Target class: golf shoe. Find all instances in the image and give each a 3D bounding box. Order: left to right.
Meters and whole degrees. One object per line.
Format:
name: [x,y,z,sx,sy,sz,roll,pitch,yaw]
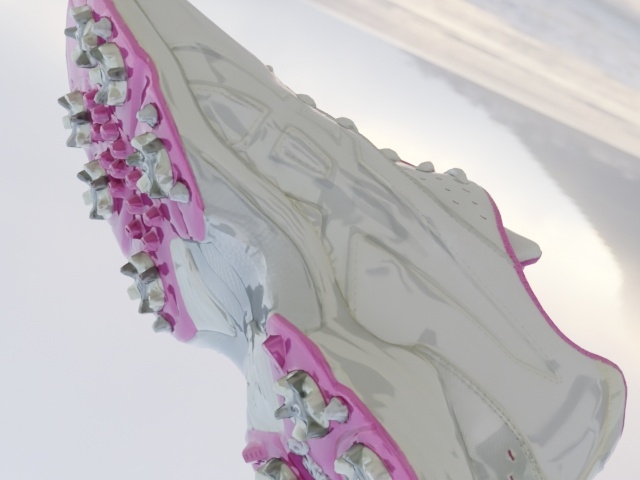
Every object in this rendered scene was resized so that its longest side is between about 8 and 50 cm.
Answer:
golf shoe: [0.000,0.000,0.618,0.140,0.115,0.306,-21,-116,-27]
